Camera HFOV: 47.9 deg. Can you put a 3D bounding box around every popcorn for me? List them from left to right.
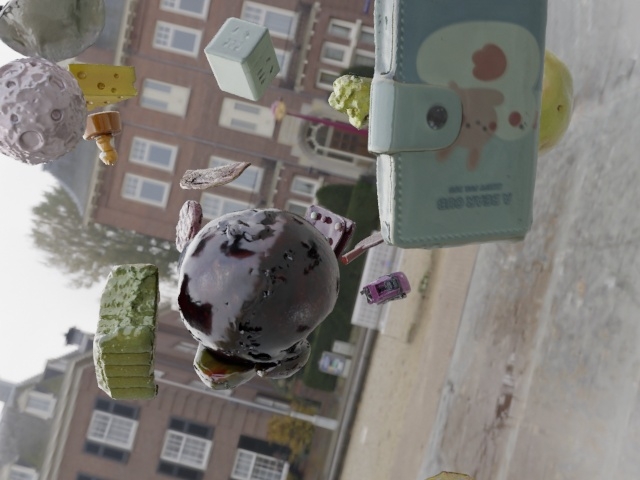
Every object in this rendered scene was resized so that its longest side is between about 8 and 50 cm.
[{"bbox_3d":[0.105,-0.401,2.017,0.142,0.174,0.173,-54,6,23],"label":"popcorn"}]

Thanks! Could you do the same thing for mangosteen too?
[{"bbox_3d":[-0.160,0.125,1.657,0.381,0.381,0.421,-71,5,-60],"label":"mangosteen"}]

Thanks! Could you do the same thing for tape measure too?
[{"bbox_3d":[0.183,0.136,1.972,0.118,0.125,0.074,10,-122,-65],"label":"tape measure"}]

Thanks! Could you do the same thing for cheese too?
[{"bbox_3d":[-0.588,-0.424,1.972,0.126,0.171,0.093,95,167,-75],"label":"cheese"}]

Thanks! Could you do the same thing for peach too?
[{"bbox_3d":[0.428,-0.315,1.670,0.316,0.314,0.281,9,-112,-62],"label":"peach"}]

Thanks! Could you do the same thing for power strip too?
[{"bbox_3d":[-0.207,-0.483,2.007,0.140,0.139,0.224,-60,-22,-22],"label":"power strip"}]

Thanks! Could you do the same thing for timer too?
[{"bbox_3d":[-0.656,-0.302,2.193,0.132,0.132,0.152,-36,-68,-85],"label":"timer"}]

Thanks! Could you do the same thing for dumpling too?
[{"bbox_3d":[-0.692,-0.586,1.855,0.293,0.163,0.204,-46,-46,-11],"label":"dumpling"}]

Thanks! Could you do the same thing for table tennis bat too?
[{"bbox_3d":[0.101,0.008,1.530,0.155,0.019,0.098,-33,11,-36],"label":"table tennis bat"}]

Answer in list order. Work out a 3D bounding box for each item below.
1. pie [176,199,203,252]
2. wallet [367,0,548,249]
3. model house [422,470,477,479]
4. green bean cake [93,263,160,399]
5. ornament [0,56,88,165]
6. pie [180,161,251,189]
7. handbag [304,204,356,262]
[{"bbox_3d":[-0.371,-0.040,2.033,0.153,0.038,0.153,-30,55,56],"label":"pie"},{"bbox_3d":[0.182,-0.163,0.959,0.083,0.252,0.360,-146,53,-67],"label":"wallet"},{"bbox_3d":[0.320,0.643,1.638,0.219,0.207,0.135,4,-73,-57],"label":"model house"},{"bbox_3d":[-0.406,0.192,1.532,0.236,0.124,0.232,-101,15,-50],"label":"green bean cake"},{"bbox_3d":[-0.692,-0.315,1.726,0.225,0.260,0.259,76,-157,-46],"label":"ornament"},{"bbox_3d":[-0.227,-0.122,1.445,0.088,0.191,0.033,-40,-62,-40],"label":"pie"},{"bbox_3d":[-0.002,-0.001,2.444,0.074,0.203,0.216,28,-89,-44],"label":"handbag"}]
